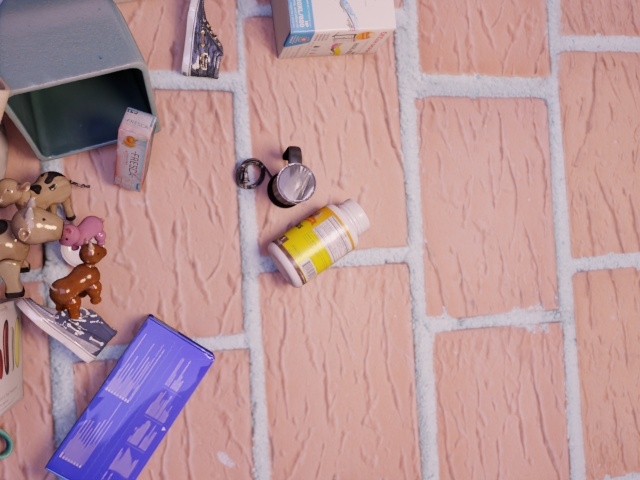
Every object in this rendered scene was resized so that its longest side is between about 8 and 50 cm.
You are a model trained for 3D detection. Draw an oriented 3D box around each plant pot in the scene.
[{"bbox_3d":[-0.472,-0.341,1.123,0.248,0.247,0.252,-18,74,-14],"label":"plant pot"}]

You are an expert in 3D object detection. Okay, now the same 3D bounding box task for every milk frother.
[{"bbox_3d":[-0.098,-0.128,1.255,0.143,0.135,0.129,-17,92,-14],"label":"milk frother"}]

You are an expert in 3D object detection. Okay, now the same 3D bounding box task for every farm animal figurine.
[{"bbox_3d":[-0.531,-0.010,1.022,0.326,0.330,0.172,-16,133,-28],"label":"farm animal figurine"}]

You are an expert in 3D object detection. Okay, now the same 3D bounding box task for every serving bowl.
[{"bbox_3d":[-0.487,0.015,1.209,0.083,0.027,0.083,1,88,-13],"label":"serving bowl"}]

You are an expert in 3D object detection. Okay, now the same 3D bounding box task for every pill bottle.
[{"bbox_3d":[0.000,0.000,1.284,0.215,0.117,0.117,-35,97,-13],"label":"pill bottle"}]

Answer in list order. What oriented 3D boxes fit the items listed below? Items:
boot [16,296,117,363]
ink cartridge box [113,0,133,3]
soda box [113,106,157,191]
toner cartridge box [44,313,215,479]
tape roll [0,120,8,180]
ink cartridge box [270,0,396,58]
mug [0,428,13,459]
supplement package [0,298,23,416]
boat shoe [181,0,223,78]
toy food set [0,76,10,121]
[{"bbox_3d":[-0.503,0.156,1.176,0.086,0.069,0.190,-50,118,-16],"label":"boot"},{"bbox_3d":[-0.448,-0.632,1.150,0.197,0.198,0.270,-15,91,-13],"label":"ink cartridge box"},{"bbox_3d":[-0.368,-0.175,1.164,0.058,0.183,0.063,17,56,-13],"label":"soda box"},{"bbox_3d":[-0.380,0.340,1.202,0.165,0.075,0.348,35,80,-10],"label":"toner cartridge box"},{"bbox_3d":[-0.810,-0.178,1.112,0.392,0.072,0.392,0,89,-13],"label":"tape roll"},{"bbox_3d":[0.023,-0.506,1.277,0.232,0.171,0.168,-8,90,-14],"label":"ink cartridge box"},{"bbox_3d":[-0.682,0.385,1.110,0.129,0.158,0.097,-1,86,10],"label":"mug"},{"bbox_3d":[-0.646,0.215,1.078,0.149,0.194,0.203,-2,89,-14],"label":"supplement package"},{"bbox_3d":[-0.248,-0.440,1.267,0.083,0.065,0.183,6,94,-15],"label":"boat shoe"},{"bbox_3d":[-0.611,-0.193,0.961,0.092,0.306,0.220,10,112,-45],"label":"toy food set"}]
